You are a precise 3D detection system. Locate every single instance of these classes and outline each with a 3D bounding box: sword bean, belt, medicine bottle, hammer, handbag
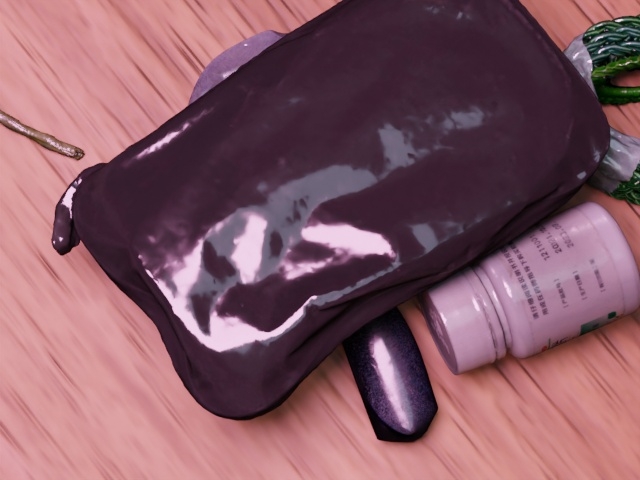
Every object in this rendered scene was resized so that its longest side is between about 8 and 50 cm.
[{"bbox_3d":[-0.197,-0.074,1.088,0.083,0.012,0.012,28,79,1],"label":"sword bean"},{"bbox_3d":[0.219,-0.089,1.077,0.151,0.079,0.121,11,79,0],"label":"belt"},{"bbox_3d":[0.134,0.033,1.049,0.130,0.080,0.080,-23,81,-6],"label":"medicine bottle"},{"bbox_3d":[0.000,0.000,1.070,0.137,0.037,0.289,-21,81,-7],"label":"hammer"},{"bbox_3d":[0.008,-0.036,1.020,0.332,0.075,0.191,-35,79,-8],"label":"handbag"}]
